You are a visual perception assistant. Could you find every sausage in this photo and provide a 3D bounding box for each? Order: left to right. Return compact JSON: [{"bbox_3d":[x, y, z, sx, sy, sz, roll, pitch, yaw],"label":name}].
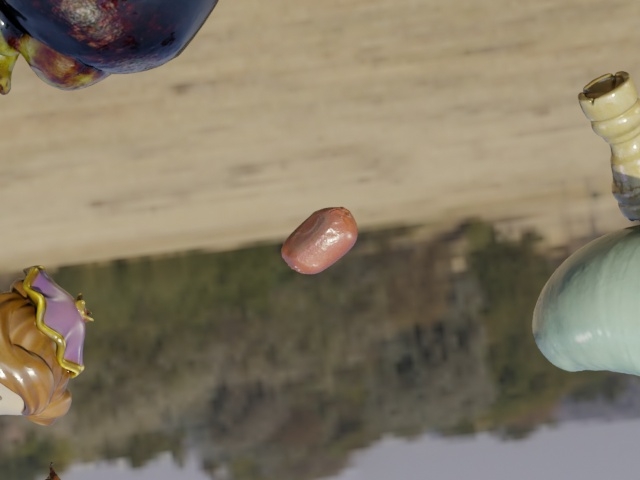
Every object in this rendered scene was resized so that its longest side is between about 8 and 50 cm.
[{"bbox_3d":[0.000,0.000,2.180,0.094,0.059,0.054,-40,137,9],"label":"sausage"}]

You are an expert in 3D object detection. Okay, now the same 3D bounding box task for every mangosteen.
[{"bbox_3d":[-0.254,-0.318,2.050,0.313,0.297,0.297,-3,180,33],"label":"mangosteen"}]

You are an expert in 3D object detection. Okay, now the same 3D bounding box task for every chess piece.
[{"bbox_3d":[0.267,-0.083,1.644,0.066,0.122,0.066,-26,-157,12],"label":"chess piece"}]

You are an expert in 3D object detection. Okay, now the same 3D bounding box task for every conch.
[{"bbox_3d":[0.277,0.045,1.501,0.221,0.121,0.185,5,-166,15],"label":"conch"}]

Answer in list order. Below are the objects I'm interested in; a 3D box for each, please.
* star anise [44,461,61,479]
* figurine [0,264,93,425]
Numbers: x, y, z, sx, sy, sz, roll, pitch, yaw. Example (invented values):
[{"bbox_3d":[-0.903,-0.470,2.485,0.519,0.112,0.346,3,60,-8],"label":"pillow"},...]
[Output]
[{"bbox_3d":[-0.296,0.340,2.116,0.053,0.157,0.212,9,-169,-36],"label":"star anise"},{"bbox_3d":[-0.336,0.112,1.759,0.263,0.189,0.142,-12,161,3],"label":"figurine"}]
